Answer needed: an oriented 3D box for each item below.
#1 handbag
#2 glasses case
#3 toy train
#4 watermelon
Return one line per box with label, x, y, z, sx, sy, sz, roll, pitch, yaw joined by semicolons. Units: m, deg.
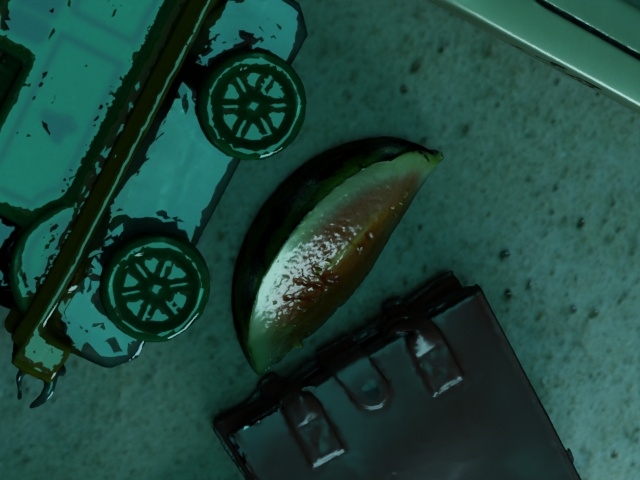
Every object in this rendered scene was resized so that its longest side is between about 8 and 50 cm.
handbag;0.076;0.198;1.514;0.260;0.084;0.276;-29;111;-5
glasses case;0.209;-0.171;1.420;0.312;0.131;0.070;25;97;-22
toy train;-0.166;-0.084;1.310;0.249;0.178;0.429;27;95;-13
watermelon;0.004;0.003;1.450;0.119;0.063;0.245;38;91;-36
